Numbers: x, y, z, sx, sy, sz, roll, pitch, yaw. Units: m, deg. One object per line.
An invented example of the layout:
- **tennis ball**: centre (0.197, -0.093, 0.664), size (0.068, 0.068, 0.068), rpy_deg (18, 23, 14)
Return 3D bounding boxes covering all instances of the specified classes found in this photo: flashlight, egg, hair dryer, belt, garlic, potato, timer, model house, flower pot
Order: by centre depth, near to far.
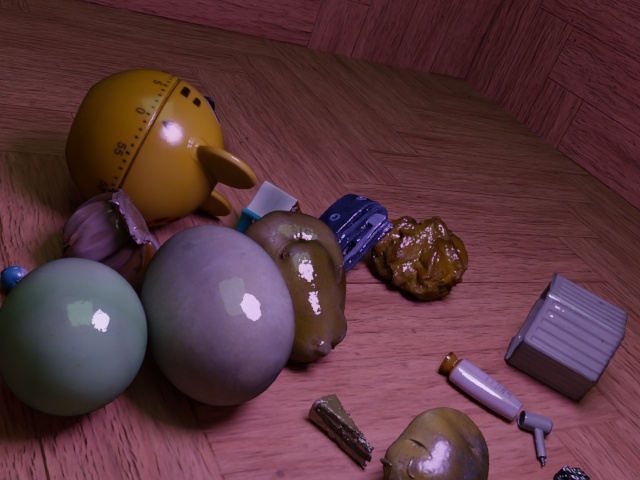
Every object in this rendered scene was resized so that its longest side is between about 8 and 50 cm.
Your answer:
- **egg**: centre (-0.376, 0.141, 1.090), size (0.220, 0.220, 0.269), rpy_deg (12, 21, -18)
- **potato**: centre (0.197, 0.371, 1.190), size (0.248, 0.143, 0.169), rpy_deg (-27, 93, -60)
- **egg**: centre (-0.178, 0.120, 1.229), size (0.258, 0.258, 0.352), rpy_deg (8, 36, -25)
- **flashlight**: centre (-0.522, 0.096, 1.249), size (0.051, 0.051, 0.129), rpy_deg (-4, 44, -40)
- **garlic**: centre (-0.404, 0.011, 1.327), size (0.207, 0.207, 0.256), rpy_deg (26, 36, 6)
- **hair dryer**: centre (0.431, 0.397, 1.424), size (0.063, 0.038, 0.124), rpy_deg (19, 36, -3)
- **potato**: centre (-0.050, 0.091, 1.445), size (0.218, 0.202, 0.351), rpy_deg (13, 41, -40)
- **timer**: centre (-0.337, -0.182, 1.558), size (0.387, 0.376, 0.376), rpy_deg (25, 27, -11)
- **flower pot**: centre (0.558, 0.220, 1.628), size (0.190, 0.239, 0.209), rpy_deg (30, 59, 12)
- **belt**: centre (0.067, -0.011, 1.681), size (0.218, 0.122, 0.128), rpy_deg (-45, 39, -16)
- **model house**: centre (-0.125, -0.042, 1.687), size (0.100, 0.149, 0.127), rpy_deg (33, -13, 16)

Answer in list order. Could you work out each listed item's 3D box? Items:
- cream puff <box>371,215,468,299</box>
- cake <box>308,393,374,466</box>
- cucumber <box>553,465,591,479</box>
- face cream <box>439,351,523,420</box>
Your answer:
- **cream puff**: centre (0.249, 0.038, 1.777), size (0.244, 0.196, 0.244), rpy_deg (37, 33, -30)
- **cake**: centre (0.045, 0.328, 1.244), size (0.140, 0.051, 0.055), rpy_deg (39, 31, 24)
- **cucumber**: centre (0.522, 0.508, 1.251), size (0.077, 0.077, 0.265), rpy_deg (-9, 42, -44)
- **face cream**: centre (0.333, 0.303, 1.491), size (0.182, 0.051, 0.072), rpy_deg (35, 32, 20)
